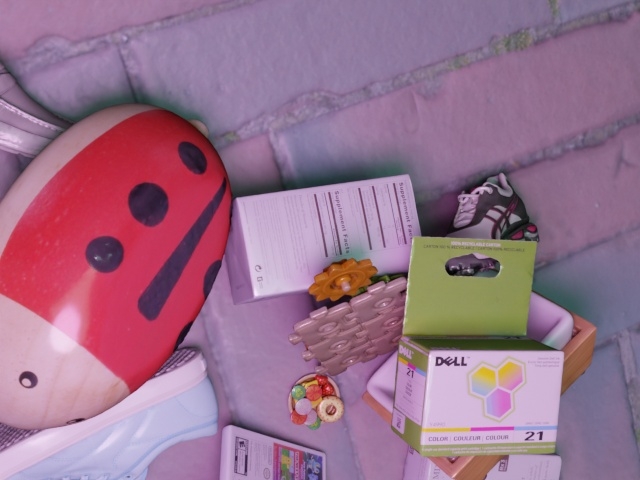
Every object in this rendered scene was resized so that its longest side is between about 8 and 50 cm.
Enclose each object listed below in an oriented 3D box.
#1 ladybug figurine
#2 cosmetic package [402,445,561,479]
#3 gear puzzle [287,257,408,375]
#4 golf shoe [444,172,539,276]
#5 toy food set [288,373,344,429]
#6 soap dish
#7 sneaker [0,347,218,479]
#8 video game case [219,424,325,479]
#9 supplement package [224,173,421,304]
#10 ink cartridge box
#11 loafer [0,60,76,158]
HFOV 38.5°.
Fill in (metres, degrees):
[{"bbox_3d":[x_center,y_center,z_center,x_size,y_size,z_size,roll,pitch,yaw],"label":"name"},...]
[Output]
[{"bbox_3d":[-0.240,0.026,1.100,0.449,0.162,0.305,-64,143,-23],"label":"ladybug figurine"},{"bbox_3d":[0.250,0.372,1.429,0.231,0.085,0.117,6,95,-21],"label":"cosmetic package"},{"bbox_3d":[0.041,0.094,1.221,0.176,0.339,0.044,-24,64,2],"label":"gear puzzle"},{"bbox_3d":[0.217,-0.016,1.316,0.273,0.105,0.120,-24,96,-55],"label":"golf shoe"},{"bbox_3d":[-0.009,0.238,1.355,0.083,0.020,0.083,-18,103,-16],"label":"toy food set"},{"bbox_3d":[0.232,0.194,1.333,0.291,0.229,0.118,-43,125,-9],"label":"soap dish"},{"bbox_3d":[-0.299,0.278,1.201,0.366,0.135,0.150,-22,101,-14],"label":"sneaker"},{"bbox_3d":[-0.065,0.374,1.270,0.183,0.023,0.201,26,50,-35],"label":"video game case"},{"bbox_3d":[0.000,0.000,1.252,0.244,0.139,0.133,-9,85,-19],"label":"supplement package"},{"bbox_3d":[0.200,0.129,1.140,0.189,0.097,0.255,2,97,-18],"label":"ink cartridge box"},{"bbox_3d":[-0.422,-0.187,1.108,0.320,0.112,0.111,22,98,-20],"label":"loafer"}]
